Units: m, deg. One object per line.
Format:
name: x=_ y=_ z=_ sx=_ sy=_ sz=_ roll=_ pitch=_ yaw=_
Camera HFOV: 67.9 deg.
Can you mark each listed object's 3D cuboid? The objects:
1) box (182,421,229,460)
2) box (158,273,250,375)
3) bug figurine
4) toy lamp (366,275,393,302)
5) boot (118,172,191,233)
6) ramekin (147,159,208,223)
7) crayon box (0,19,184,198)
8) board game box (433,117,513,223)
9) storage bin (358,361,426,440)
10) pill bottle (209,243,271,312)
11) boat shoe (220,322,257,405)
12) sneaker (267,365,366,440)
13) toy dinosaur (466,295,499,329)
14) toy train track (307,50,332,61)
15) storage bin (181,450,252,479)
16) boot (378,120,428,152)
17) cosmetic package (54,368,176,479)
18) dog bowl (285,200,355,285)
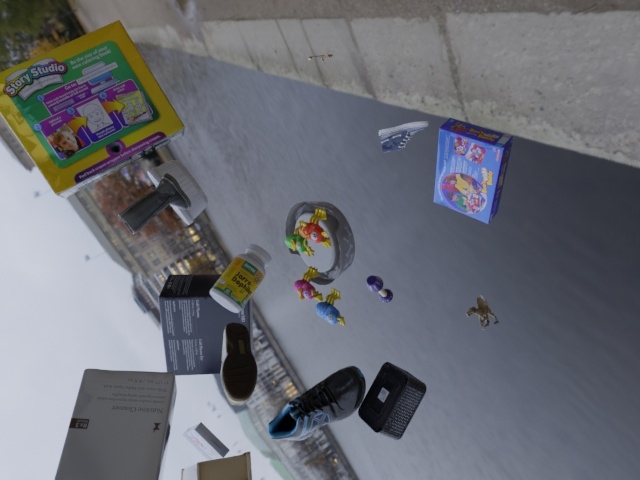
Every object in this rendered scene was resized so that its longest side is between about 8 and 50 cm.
box: x=-0.418 y=0.733 z=1.727 sx=0.145 sy=0.038 sz=0.186 roll=46 pitch=140 yaw=-2
box: x=-0.412 y=0.313 z=1.777 sx=0.179 sy=0.313 sz=0.343 roll=-100 pitch=12 yaw=-67
bug figurine: x=-0.021 y=0.067 z=1.116 sx=0.216 sy=0.072 sz=0.279 roll=11 pitch=115 yaw=66
toy lamp: x=0.272 y=0.221 z=2.192 sx=0.080 sy=0.080 sz=0.275 roll=52 pitch=-174 yaw=29
boot: x=-0.534 y=-0.098 z=1.548 sx=0.076 sy=0.208 sz=0.189 roll=24 pitch=157 yaw=26
ramekin: x=-0.580 y=-0.209 z=1.965 sx=0.273 sy=0.127 sz=0.273 roll=47 pitch=165 yaw=16
crayon box: x=-0.594 y=-0.336 z=1.229 sx=0.313 sy=0.363 sz=0.106 roll=59 pitch=164 yaw=-8
board game box: x=0.539 y=-0.246 z=1.717 sx=0.233 sy=0.078 sz=0.347 roll=28 pitch=147 yaw=30
storage bin: x=0.204 y=0.458 z=1.362 sx=0.084 sy=0.180 sz=0.122 roll=31 pitch=176 yaw=-28
pill bottle: x=-0.250 y=0.118 z=1.530 sx=0.118 sy=0.208 sz=0.117 roll=29 pitch=158 yaw=13
boat shoe: x=-0.161 y=0.245 z=0.907 sx=0.190 sy=0.068 sz=0.072 roll=-104 pitch=33 yaw=-58
sneaker: x=-0.009 y=0.493 z=1.397 sx=0.140 sy=0.341 sz=0.125 roll=20 pitch=-149 yaw=-54
toy dinosaur: x=0.501 y=0.214 z=1.448 sx=0.183 sy=0.053 sz=0.092 roll=-14 pitch=-102 yaw=-56
toy train track: x=0.001 y=-0.556 z=1.451 sx=0.048 sy=0.083 sz=0.014 roll=-32 pitch=76 yaw=63
storage bin: x=-0.245 y=0.653 z=1.114 sx=0.262 sy=0.123 sz=0.260 roll=131 pitch=136 yaw=-54
boot: x=0.303 y=-0.372 z=1.716 sx=0.190 sy=0.069 sz=0.086 roll=-6 pitch=95 yaw=36
cosmetic package: x=-0.465 y=0.505 z=1.080 sx=0.156 sy=0.217 sz=0.385 roll=112 pitch=160 yaw=-56
dog bowl: x=0.000 y=0.000 z=1.911 sx=0.349 sy=0.102 sz=0.348 roll=26 pitch=125 yaw=43
